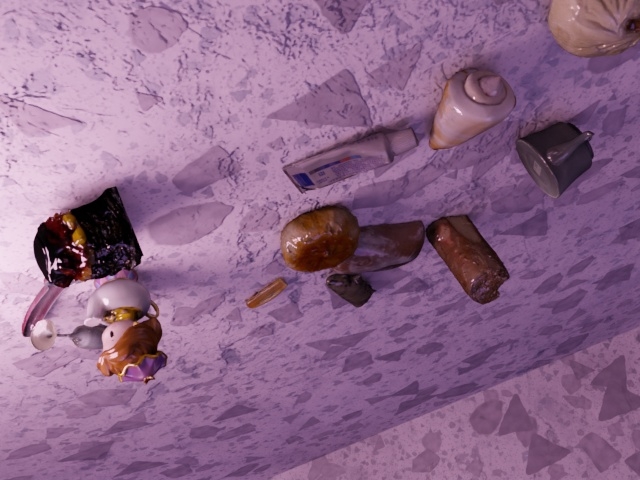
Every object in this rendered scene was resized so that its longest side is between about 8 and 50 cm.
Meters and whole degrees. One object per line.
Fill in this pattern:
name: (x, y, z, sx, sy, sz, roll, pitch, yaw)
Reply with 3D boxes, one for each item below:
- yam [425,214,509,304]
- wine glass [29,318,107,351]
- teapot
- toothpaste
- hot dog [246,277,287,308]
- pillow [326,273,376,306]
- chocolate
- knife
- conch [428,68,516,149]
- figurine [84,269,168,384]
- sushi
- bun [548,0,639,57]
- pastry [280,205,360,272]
yam: (0.383, 0.043, 1.794, 0.129, 0.238, 0.128, -29, 143, 3)
wine glass: (-0.576, 0.230, 1.649, 0.074, 0.074, 0.262, -27, 164, 12)
teapot: (0.557, -0.204, 1.592, 0.149, 0.162, 0.239, -35, 174, 3)
toothpaste: (0.068, -0.168, 1.439, 0.282, 0.068, 0.099, -18, 121, 15)
hot dog: (-0.142, 0.143, 1.841, 0.137, 0.028, 0.044, -38, 120, 23)
pillow: (0.096, 0.136, 1.946, 0.093, 0.051, 0.241, -23, 149, 16)
chocolate: (0.153, 0.035, 1.787, 0.254, 0.080, 0.157, -7, 147, -21)
knife: (-0.595, 0.131, 1.533, 0.123, 0.053, 0.278, 2, 147, -47)
conch: (0.282, -0.265, 1.370, 0.158, 0.127, 0.255, -37, -175, -31)
figurine: (-0.428, 0.195, 1.525, 0.189, 0.263, 0.142, 5, 141, -39)
sushi: (-0.462, 0.011, 1.319, 0.150, 0.153, 0.172, -21, 177, -41)
bun: (0.526, -0.412, 1.227, 0.220, 0.134, 0.220, -16, 146, -11)
pastry: (0.000, 0.000, 1.629, 0.192, 0.093, 0.182, -12, 146, -11)
